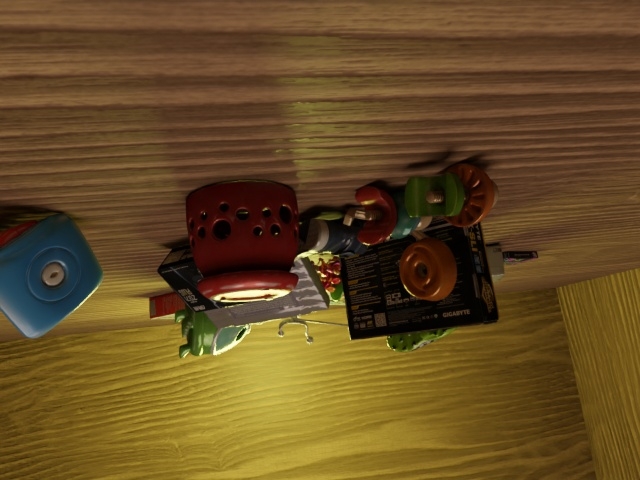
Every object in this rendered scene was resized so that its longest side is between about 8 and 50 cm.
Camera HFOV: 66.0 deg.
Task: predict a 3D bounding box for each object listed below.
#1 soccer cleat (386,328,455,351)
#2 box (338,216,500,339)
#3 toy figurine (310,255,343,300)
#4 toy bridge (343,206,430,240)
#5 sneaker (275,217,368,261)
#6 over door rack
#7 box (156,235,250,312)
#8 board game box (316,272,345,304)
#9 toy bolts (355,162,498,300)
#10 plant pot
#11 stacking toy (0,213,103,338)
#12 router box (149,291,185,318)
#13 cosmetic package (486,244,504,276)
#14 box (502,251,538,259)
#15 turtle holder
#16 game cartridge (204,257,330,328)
[{"bbox_3d":[0.227,0.206,1.086,0.178,0.060,0.072,-28,155,37],"label":"soccer cleat"},{"bbox_3d":[0.186,0.065,1.033,0.321,0.257,0.079,-18,163,39],"label":"box"},{"bbox_3d":[-0.010,0.096,1.456,0.159,0.130,0.173,9,141,-20],"label":"toy figurine"},{"bbox_3d":[0.136,-0.027,0.962,0.188,0.063,0.026,22,131,9],"label":"toy bridge"},{"bbox_3d":[0.001,0.002,1.057,0.163,0.086,0.226,-3,175,-35],"label":"sneaker"},{"bbox_3d":[-0.018,0.201,1.560,0.323,0.240,0.108,2,128,-28],"label":"over door rack"},{"bbox_3d":[-0.254,0.079,1.126,0.180,0.078,0.147,-13,125,30],"label":"box"},{"bbox_3d":[0.082,0.182,1.820,0.305,0.053,0.193,4,151,-20],"label":"board game box"},{"bbox_3d":[0.187,-0.019,0.848,0.158,0.219,0.228,-4,-173,-38],"label":"toy bolts"},{"bbox_3d":[-0.129,0.009,0.834,0.190,0.174,0.191,-4,166,-1],"label":"plant pot"},{"bbox_3d":[-0.561,0.042,0.878,0.301,0.166,0.175,6,-141,31],"label":"stacking toy"},{"bbox_3d":[-0.443,0.251,1.947,0.301,0.082,0.335,-15,165,32],"label":"router box"},{"bbox_3d":[0.537,0.085,1.643,0.127,0.107,0.238,-7,171,17],"label":"cosmetic package"},{"bbox_3d":[0.691,0.065,1.795,0.162,0.029,0.116,-1,165,-29],"label":"box"},{"bbox_3d":[-0.343,0.216,1.589,0.227,0.321,0.243,-1,-162,-21],"label":"turtle holder"},{"bbox_3d":[-0.174,0.135,1.348,0.354,0.068,0.230,-12,135,17],"label":"game cartridge"}]
